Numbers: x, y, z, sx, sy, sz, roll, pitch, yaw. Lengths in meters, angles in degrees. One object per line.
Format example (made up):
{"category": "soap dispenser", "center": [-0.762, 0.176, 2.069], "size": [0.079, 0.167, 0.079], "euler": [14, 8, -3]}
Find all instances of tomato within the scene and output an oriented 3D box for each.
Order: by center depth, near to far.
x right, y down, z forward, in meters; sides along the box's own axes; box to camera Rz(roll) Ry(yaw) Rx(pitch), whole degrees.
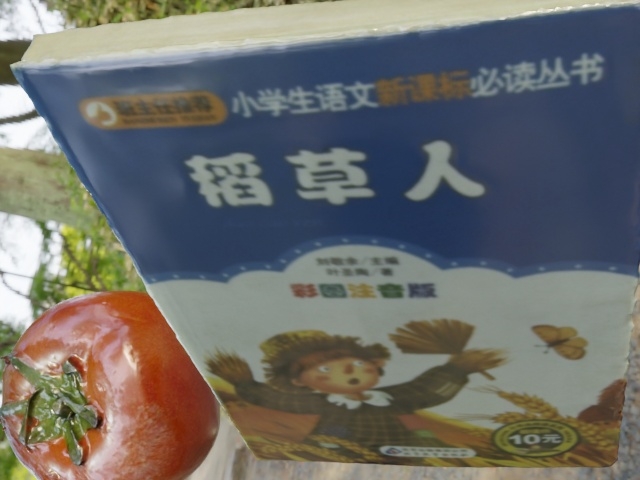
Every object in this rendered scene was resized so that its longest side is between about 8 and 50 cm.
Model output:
{"category": "tomato", "center": [-0.323, 0.254, 1.305], "size": [0.273, 0.341, 0.341], "euler": [11, -88, -66]}

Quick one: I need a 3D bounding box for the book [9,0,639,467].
{"category": "book", "center": [0.040, 0.036, 0.523], "size": [0.428, 0.300, 0.039], "euler": [71, -157, -47]}
